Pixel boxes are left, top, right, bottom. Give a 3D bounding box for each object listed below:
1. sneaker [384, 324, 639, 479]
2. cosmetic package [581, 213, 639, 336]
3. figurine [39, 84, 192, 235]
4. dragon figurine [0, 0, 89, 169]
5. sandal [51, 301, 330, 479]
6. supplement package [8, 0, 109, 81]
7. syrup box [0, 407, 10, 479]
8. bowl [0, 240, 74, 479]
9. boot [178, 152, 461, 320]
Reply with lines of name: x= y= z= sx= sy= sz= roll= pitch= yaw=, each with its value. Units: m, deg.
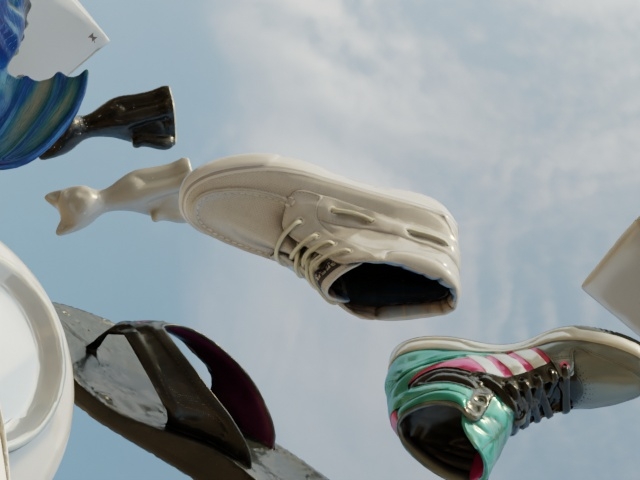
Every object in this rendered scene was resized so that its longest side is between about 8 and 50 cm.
sneaker: x=0.203 y=0.179 z=1.145 sx=0.296 sy=0.123 sz=0.178 roll=-5 pitch=-150 yaw=18
cosmetic package: x=0.569 y=0.099 z=1.272 sx=0.453 sy=0.161 sz=0.230 roll=41 pitch=-123 yaw=12
figurine: x=-0.300 y=-0.110 z=1.553 sx=0.210 sy=0.092 sz=0.214 roll=-11 pitch=-117 yaw=-13
dragon figurine: x=-0.192 y=-0.089 z=0.603 sx=0.085 sy=0.144 sz=0.289 roll=3 pitch=-136 yaw=48
sandal: x=-0.109 y=0.178 z=1.136 sx=0.446 sy=0.167 sz=0.107 roll=35 pitch=-76 yaw=4
supplement package: x=-0.434 y=-0.251 z=1.309 sx=0.262 sy=0.204 sz=0.145 roll=-42 pitch=-134 yaw=0
syrup box: x=-0.243 y=0.162 z=0.511 sx=0.237 sy=0.096 sz=0.093 roll=-53 pitch=-140 yaw=22
bowl: x=-0.272 y=0.090 z=0.743 sx=0.134 sy=0.298 sz=0.297 roll=-22 pitch=-121 yaw=31
boot: x=0.000 y=0.000 z=0.940 sx=0.123 sy=0.258 sz=0.095 roll=-89 pitch=-172 yaw=-58
